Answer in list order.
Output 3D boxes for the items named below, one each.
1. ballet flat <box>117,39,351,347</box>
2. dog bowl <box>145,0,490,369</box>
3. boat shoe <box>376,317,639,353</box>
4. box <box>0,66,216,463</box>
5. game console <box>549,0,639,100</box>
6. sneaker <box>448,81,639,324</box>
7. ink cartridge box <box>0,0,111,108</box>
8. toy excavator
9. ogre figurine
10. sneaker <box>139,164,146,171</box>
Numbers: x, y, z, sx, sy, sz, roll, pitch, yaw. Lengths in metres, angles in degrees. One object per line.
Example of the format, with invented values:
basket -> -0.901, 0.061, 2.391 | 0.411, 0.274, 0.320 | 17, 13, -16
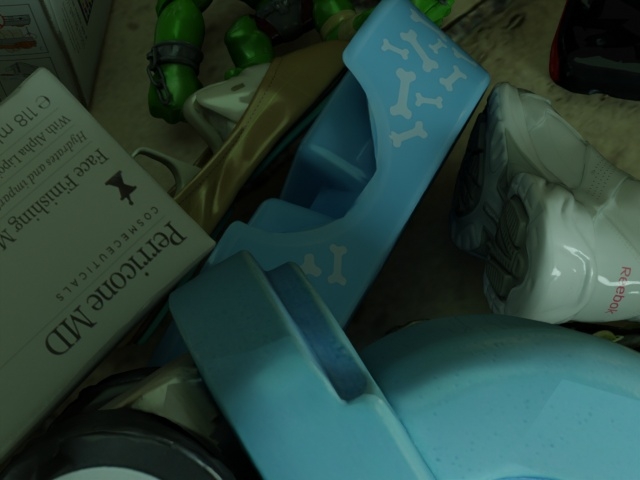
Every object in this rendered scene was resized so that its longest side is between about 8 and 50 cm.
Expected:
ballet flat -> -0.066, -0.045, 0.916 | 0.073, 0.080, 0.232 | 40, 74, -9
dog bowl -> 0.000, 0.000, 0.846 | 0.074, 0.166, 0.297 | 30, 63, 3
boat shoe -> 0.160, 0.087, 0.791 | 0.305, 0.091, 0.109 | 13, 58, 19
box -> -0.173, 0.044, 0.742 | 0.119, 0.182, 0.181 | 45, 55, -3
game console -> 0.366, -0.200, 0.988 | 0.387, 0.060, 0.342 | 11, 64, 19
sneaker -> 0.138, -0.012, 0.856 | 0.115, 0.090, 0.232 | 13, 27, -10
ink cartridge box -> -0.297, -0.225, 1.077 | 0.309, 0.130, 0.272 | -1, 54, 10
toy excavator -> 0.146, 0.147, 0.633 | 0.445, 0.222, 0.433 | -32, 91, 0
ogre figurine -> -0.029, -0.155, 1.004 | 0.197, 0.097, 0.118 | -29, 72, 9
sneaker -> -0.186, -0.005, 0.944 | 0.170, 0.063, 0.075 | -37, 48, -12
